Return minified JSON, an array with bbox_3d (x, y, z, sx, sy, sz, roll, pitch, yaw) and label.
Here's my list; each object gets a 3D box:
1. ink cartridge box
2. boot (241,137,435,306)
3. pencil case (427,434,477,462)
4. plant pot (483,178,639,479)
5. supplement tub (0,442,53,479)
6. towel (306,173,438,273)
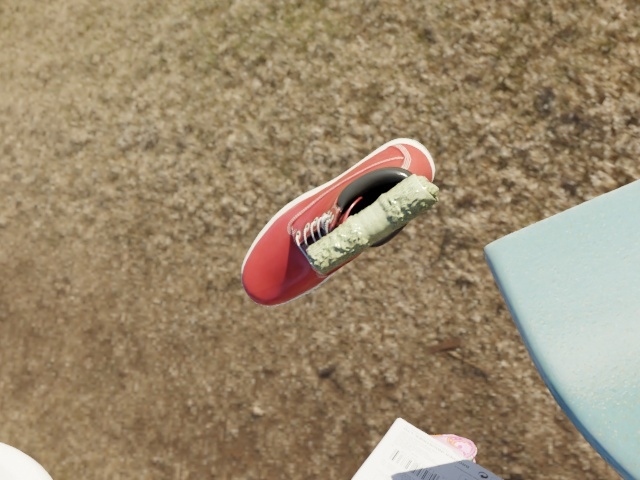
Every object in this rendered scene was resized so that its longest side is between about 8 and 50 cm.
[{"bbox_3d":[0.107,0.333,1.028,0.186,0.311,0.065,29,114,14],"label":"ink cartridge box"},{"bbox_3d":[0.000,0.000,0.886,0.244,0.088,0.176,-39,6,20],"label":"boot"},{"bbox_3d":[0.186,0.451,1.436,0.124,0.124,0.284,11,103,51],"label":"pencil case"},{"bbox_3d":[0.337,0.110,0.864,0.248,0.247,0.252,-25,53,19],"label":"plant pot"},{"bbox_3d":[-0.282,0.307,0.768,0.272,0.191,0.191,87,163,-50],"label":"supplement tub"},{"bbox_3d":[0.040,-0.013,0.694,0.110,0.148,0.027,-33,89,7],"label":"towel"}]
